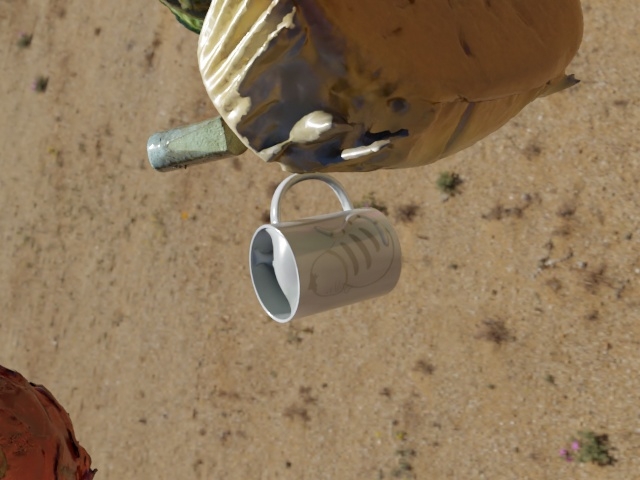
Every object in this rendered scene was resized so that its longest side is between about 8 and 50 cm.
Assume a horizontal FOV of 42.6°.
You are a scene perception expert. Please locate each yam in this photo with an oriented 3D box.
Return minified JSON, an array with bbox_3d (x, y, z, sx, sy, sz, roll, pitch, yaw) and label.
[{"bbox_3d":[-0.185,-0.142,1.215,0.169,0.068,0.068,-8,73,39],"label":"yam"}]

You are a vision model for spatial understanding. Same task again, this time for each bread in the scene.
[{"bbox_3d":[0.074,-0.196,0.724,0.236,0.388,0.183,55,135,13],"label":"bread"}]

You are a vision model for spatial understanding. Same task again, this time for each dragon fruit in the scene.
[{"bbox_3d":[-0.430,0.271,0.947,0.295,0.302,0.296,-5,68,13],"label":"dragon fruit"}]

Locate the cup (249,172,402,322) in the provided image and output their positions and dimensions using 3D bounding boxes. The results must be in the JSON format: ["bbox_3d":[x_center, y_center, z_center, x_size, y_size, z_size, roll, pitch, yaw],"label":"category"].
[{"bbox_3d":[0.006,0.005,0.834,0.099,0.133,0.136,33,126,50],"label":"cup"}]

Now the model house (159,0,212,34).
[{"bbox_3d":[-0.045,-0.351,0.765,0.266,0.321,0.261,91,158,-84],"label":"model house"}]
